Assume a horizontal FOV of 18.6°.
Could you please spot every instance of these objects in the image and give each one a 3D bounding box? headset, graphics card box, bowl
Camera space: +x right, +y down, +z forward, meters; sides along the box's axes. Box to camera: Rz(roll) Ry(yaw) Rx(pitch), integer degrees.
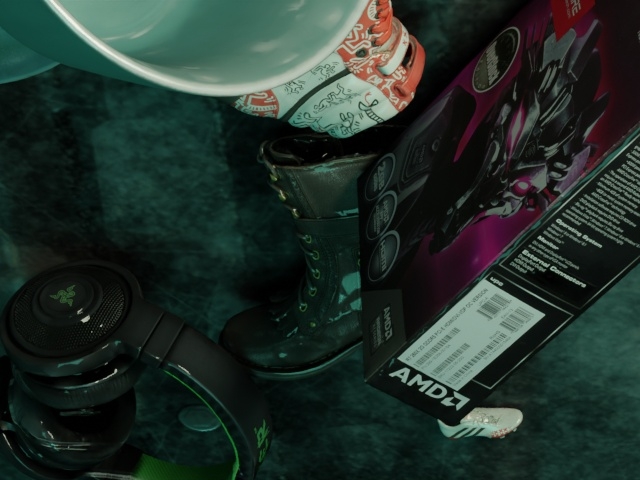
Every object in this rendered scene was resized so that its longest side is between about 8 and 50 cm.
[{"bbox_3d":[-0.241,0.137,1.753,0.394,0.185,0.243,26,141,5],"label":"headset"},{"bbox_3d":[0.169,-0.065,1.391,0.094,0.233,0.371,26,128,-24],"label":"graphics card box"},{"bbox_3d":[-0.125,-0.229,1.258,0.311,0.312,0.163,34,152,-28],"label":"bowl"}]

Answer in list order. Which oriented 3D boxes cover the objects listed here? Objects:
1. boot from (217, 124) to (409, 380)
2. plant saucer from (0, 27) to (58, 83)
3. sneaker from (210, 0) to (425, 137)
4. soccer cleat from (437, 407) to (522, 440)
[{"bbox_3d":[0.000,0.000,1.656,0.263,0.091,0.229,-14,131,17],"label":"boot"},{"bbox_3d":[-0.297,-0.238,1.433,0.317,0.044,0.318,4,139,3],"label":"plant saucer"},{"bbox_3d":[0.028,-0.176,1.431,0.145,0.090,0.270,20,139,-22],"label":"sneaker"},{"bbox_3d":[0.152,0.172,1.868,0.083,0.029,0.035,-10,142,25],"label":"soccer cleat"}]
